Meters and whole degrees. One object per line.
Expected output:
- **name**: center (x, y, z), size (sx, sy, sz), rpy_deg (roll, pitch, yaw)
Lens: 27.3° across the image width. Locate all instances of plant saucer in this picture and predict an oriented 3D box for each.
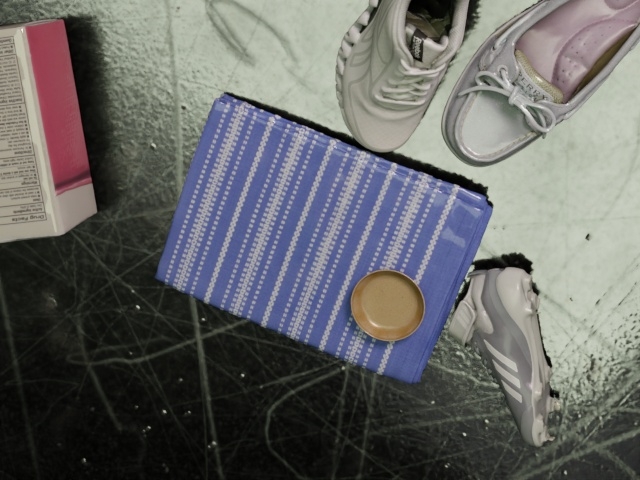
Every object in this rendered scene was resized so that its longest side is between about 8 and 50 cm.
- **plant saucer**: center (0.076, 0.070, 1.463), size (0.083, 0.015, 0.083), rpy_deg (3, 106, 11)

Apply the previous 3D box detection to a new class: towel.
- **towel**: center (0.000, 0.000, 1.490), size (0.336, 0.040, 0.243), rpy_deg (22, 108, 6)

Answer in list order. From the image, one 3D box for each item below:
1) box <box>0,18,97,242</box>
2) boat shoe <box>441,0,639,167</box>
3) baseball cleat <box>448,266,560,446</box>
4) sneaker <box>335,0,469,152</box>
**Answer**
- **box**: center (-0.354, -0.122, 1.471), size (0.149, 0.127, 0.232), rpy_deg (-5, 102, 11)
- **boat shoe**: center (0.250, -0.197, 1.358), size (0.320, 0.103, 0.118), rpy_deg (-40, 94, 16)
- **baseball cleat**: center (0.203, 0.130, 1.471), size (0.109, 0.072, 0.206), rpy_deg (-4, 98, 25)
- **sneaker**: center (0.087, -0.194, 1.338), size (0.110, 0.118, 0.292), rpy_deg (0, 135, -14)
